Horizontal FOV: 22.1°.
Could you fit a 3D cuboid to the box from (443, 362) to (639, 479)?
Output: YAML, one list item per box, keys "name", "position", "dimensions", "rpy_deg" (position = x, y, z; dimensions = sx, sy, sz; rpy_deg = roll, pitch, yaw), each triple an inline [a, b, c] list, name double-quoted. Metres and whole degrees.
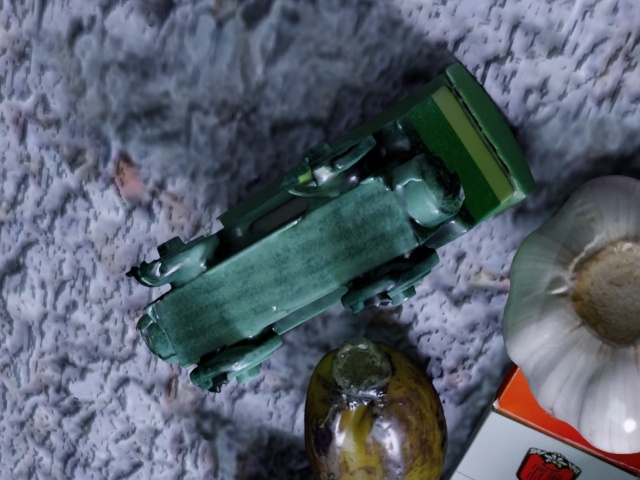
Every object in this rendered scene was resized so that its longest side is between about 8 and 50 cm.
- name: "box"
  position: [0.189, 0.191, 1.381]
  dimensions: [0.139, 0.035, 0.245]
  rpy_deg: [26, 133, 0]

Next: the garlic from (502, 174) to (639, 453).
- name: "garlic"
  position: [0.246, 0.064, 1.203]
  dimensions: [0.199, 0.199, 0.226]
  rpy_deg: [-1, 162, 23]

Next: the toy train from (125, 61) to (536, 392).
- name: "toy train"
  position: [0.000, 0.000, 1.187]
  dimensions: [0.301, 0.202, 0.120]
  rpy_deg: [-31, 93, 37]

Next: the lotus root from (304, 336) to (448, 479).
- name: "lotus root"
  position: [0.047, 0.162, 1.363]
  dimensions: [0.120, 0.120, 0.209]
  rpy_deg: [7, 133, 17]
